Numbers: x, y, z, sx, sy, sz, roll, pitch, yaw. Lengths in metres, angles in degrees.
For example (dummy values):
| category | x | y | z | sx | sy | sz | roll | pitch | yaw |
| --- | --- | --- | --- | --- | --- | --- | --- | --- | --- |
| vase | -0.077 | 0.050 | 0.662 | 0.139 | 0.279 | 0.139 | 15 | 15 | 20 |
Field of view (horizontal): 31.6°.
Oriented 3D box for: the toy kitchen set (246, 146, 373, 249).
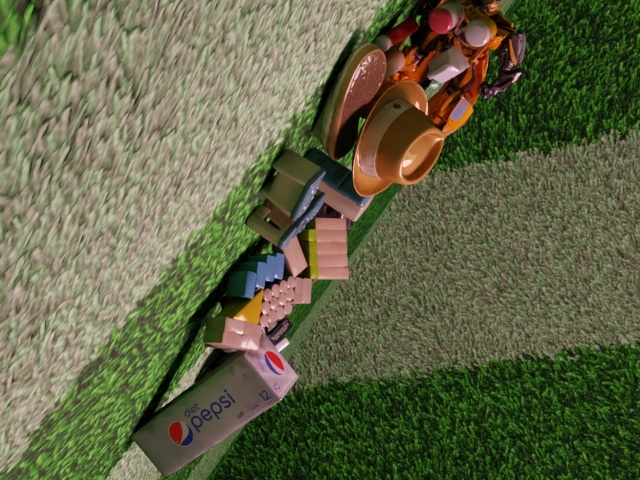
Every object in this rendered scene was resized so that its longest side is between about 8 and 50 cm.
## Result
| category | x | y | z | sx | sy | sz | roll | pitch | yaw |
| --- | --- | --- | --- | --- | --- | --- | --- | --- | --- |
| toy kitchen set | 0.007 | -0.082 | 1.662 | 0.207 | 0.122 | 0.166 | -51 | 172 | -44 |

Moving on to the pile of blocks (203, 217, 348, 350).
| category | x | y | z | sx | sy | sz | roll | pitch | yaw |
| --- | --- | --- | --- | --- | --- | --- | --- | --- | --- |
| pile of blocks | -0.095 | 0.060 | 1.858 | 0.113 | 0.149 | 0.362 | -3 | -157 | 39 |

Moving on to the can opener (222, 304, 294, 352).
| category | x | y | z | sx | sy | sz | roll | pitch | yaw |
| --- | --- | --- | --- | --- | --- | --- | --- | --- | --- |
| can opener | -0.113 | 0.129 | 2.248 | 0.095 | 0.076 | 0.283 | -21 | -164 | 33 |

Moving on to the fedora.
| category | x | y | z | sx | sy | sz | roll | pitch | yaw |
| --- | --- | --- | --- | --- | --- | --- | --- | --- | --- |
| fedora | 0.124 | -0.139 | 1.667 | 0.194 | 0.079 | 0.194 | -41 | 145 | -37 |

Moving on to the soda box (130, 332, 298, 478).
| category | x | y | z | sx | sy | sz | roll | pitch | yaw |
| --- | --- | --- | --- | --- | --- | --- | --- | --- | --- |
| soda box | -0.177 | 0.275 | 1.872 | 0.286 | 0.098 | 0.091 | -38 | -177 | 27 |

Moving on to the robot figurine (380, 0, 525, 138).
| category | x | y | z | sx | sy | sz | roll | pitch | yaw |
| --- | --- | --- | --- | --- | --- | --- | --- | --- | --- |
| robot figurine | 0.200 | -0.283 | 1.810 | 0.085 | 0.211 | 0.291 | -30 | 162 | -41 |

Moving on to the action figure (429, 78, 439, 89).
| category | x | y | z | sx | sy | sz | roll | pitch | yaw |
| --- | --- | --- | --- | --- | --- | --- | --- | --- | --- |
| action figure | 0.238 | -0.371 | 2.076 | 0.137 | 0.063 | 0.232 | 101 | 14 | -67 |

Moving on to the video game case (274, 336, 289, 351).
| category | x | y | z | sx | sy | sz | roll | pitch | yaw |
| --- | --- | --- | --- | --- | --- | --- | --- | --- | --- |
| video game case | -0.147 | 0.239 | 2.266 | 0.143 | 0.019 | 0.157 | -38 | -168 | -20 |

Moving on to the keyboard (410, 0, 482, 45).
| category | x | y | z | sx | sy | sz | roll | pitch | yaw |
| --- | --- | --- | --- | --- | --- | --- | --- | --- | --- |
| keyboard | 0.195 | -0.371 | 1.846 | 0.038 | 0.100 | 0.192 | -1 | 152 | -34 |

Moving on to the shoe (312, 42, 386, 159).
| category | x | y | z | sx | sy | sz | roll | pitch | yaw |
| --- | --- | --- | --- | --- | --- | --- | --- | --- | --- |
| shoe | 0.033 | -0.202 | 1.600 | 0.076 | 0.058 | 0.219 | -28 | 155 | -32 |

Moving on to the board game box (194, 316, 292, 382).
| category | x | y | z | sx | sy | sz | roll | pitch | yaw |
| --- | --- | --- | --- | --- | --- | --- | --- | --- | --- |
| board game box | -0.150 | 0.221 | 2.218 | 0.126 | 0.026 | 0.186 | -18 | -161 | 41 |

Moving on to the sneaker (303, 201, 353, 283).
| category | x | y | z | sx | sy | sz | roll | pitch | yaw |
| --- | --- | --- | --- | --- | --- | --- | --- | --- | --- |
| sneaker | 0.000 | 0.000 | 2.229 | 0.227 | 0.087 | 0.130 | -65 | 166 | 15 |

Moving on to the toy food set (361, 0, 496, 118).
| category | x | y | z | sx | sy | sz | roll | pitch | yaw |
| --- | --- | --- | --- | --- | --- | --- | --- | --- | --- |
| toy food set | 0.144 | -0.276 | 1.705 | 0.232 | 0.111 | 0.104 | -26 | -172 | 38 |
